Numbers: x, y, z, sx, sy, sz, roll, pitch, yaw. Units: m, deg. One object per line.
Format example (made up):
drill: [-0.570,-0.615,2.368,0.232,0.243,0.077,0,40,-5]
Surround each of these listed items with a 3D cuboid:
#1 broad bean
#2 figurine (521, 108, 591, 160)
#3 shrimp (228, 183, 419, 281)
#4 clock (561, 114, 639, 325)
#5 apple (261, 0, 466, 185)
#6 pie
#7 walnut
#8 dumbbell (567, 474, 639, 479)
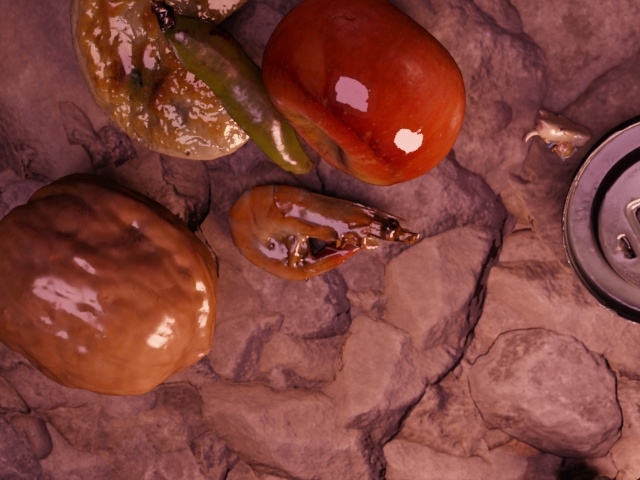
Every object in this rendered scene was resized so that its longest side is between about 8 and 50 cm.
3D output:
broad bean: [-0.113,-0.213,1.403,0.077,0.061,0.339,-46,115,-5]
figurine: [0.321,-0.141,1.404,0.083,0.047,0.050,24,128,-3]
shrimp: [0.000,0.000,1.518,0.287,0.063,0.152,11,114,13]
clock: [0.483,-0.028,1.391,0.313,0.061,0.312,4,110,12]
apple: [0.062,-0.202,1.336,0.272,0.251,0.206,40,86,7]
pie: [-0.213,-0.269,1.466,0.338,0.075,0.337,5,112,11]
walnut: [-0.307,0.070,1.489,0.344,0.306,0.306,32,113,1]
dumbbell: [0.485,0.334,1.458,0.179,0.179,0.406,42,113,-3]
